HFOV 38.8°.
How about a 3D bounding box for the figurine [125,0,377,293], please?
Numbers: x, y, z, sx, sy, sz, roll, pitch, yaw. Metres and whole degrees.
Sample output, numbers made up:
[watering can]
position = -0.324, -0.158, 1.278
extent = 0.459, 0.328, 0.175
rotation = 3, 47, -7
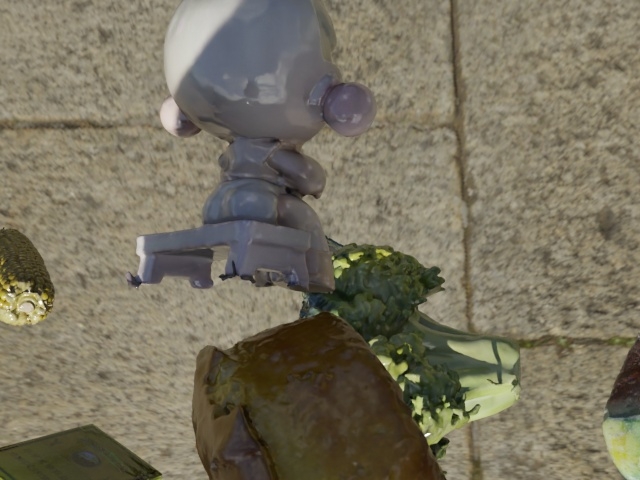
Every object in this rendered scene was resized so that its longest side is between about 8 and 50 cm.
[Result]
[figurine]
position = -0.059, -0.090, 0.662
extent = 0.144, 0.182, 0.256
rotation = 2, 86, -25

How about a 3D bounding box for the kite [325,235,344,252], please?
[kite]
position = 0.000, 0.001, 1.670
extent = 0.406, 0.368, 0.014
rotation = 28, 79, 20

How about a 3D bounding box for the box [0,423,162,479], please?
[box]
position = -0.324, 0.310, 1.157
extent = 0.141, 0.220, 0.064
rotation = 28, 100, 25

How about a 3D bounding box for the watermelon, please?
[watermelon]
position = 0.570, 0.257, 1.379
extent = 0.213, 0.262, 0.201
rotation = 42, 42, -31

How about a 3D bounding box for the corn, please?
[corn]
position = -0.474, 0.050, 1.415
extent = 0.091, 0.260, 0.091
rotation = 34, 95, -35

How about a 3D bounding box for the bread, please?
[bread]
position = 0.000, 0.173, 0.640
extent = 0.146, 0.268, 0.268
rotation = -26, 79, -12

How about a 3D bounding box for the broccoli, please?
[broccoli]
position = 0.096, 0.168, 1.086
extent = 0.281, 0.293, 0.348
rotation = -1, 46, 9
